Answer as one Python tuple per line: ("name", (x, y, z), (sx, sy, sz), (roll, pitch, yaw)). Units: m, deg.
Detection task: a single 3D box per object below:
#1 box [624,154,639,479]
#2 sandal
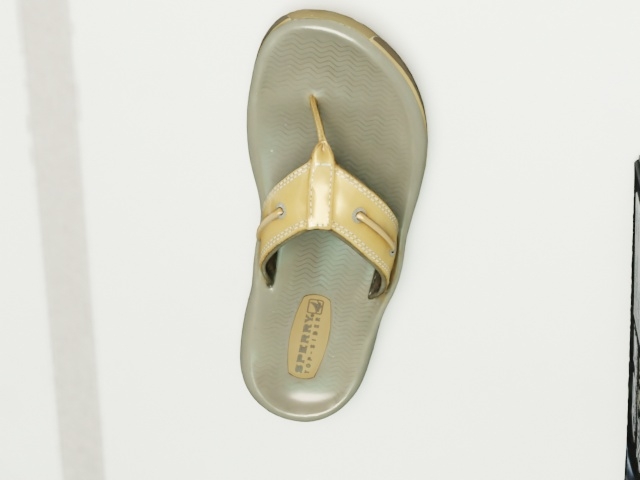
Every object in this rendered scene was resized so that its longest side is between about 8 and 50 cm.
("box", (0.195, 0.060, 0.573), (0.147, 0.077, 0.180), (-1, 114, 7))
("sandal", (0.000, 0.000, 0.584), (0.072, 0.049, 0.180), (9, 115, 2))
